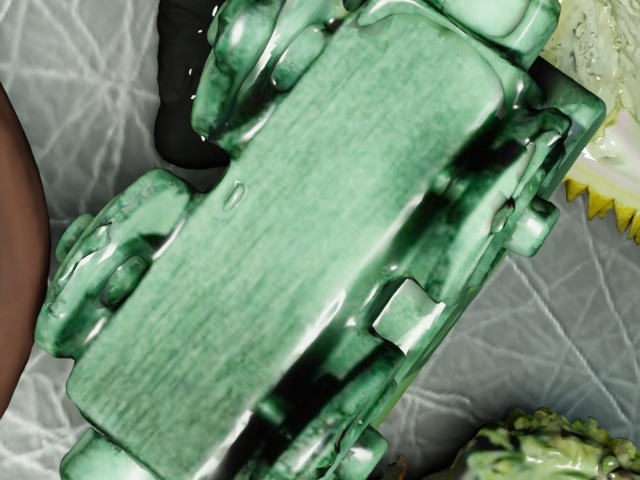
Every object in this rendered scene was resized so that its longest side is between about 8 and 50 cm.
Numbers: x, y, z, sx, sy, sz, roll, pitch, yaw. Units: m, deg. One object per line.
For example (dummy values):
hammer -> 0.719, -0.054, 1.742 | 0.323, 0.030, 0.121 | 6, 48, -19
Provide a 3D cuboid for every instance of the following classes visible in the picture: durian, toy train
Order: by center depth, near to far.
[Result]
toy train -> 0.000, 0.000, 0.781 | 0.167, 0.238, 0.299 | 38, 95, 7
durian -> 0.162, -0.101, 0.894 | 0.172, 0.166, 0.306 | -30, 108, -20

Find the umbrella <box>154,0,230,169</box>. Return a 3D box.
umbrella -> -0.029, -0.210, 0.836 | 0.106, 0.113, 0.358 | 0, 103, -27

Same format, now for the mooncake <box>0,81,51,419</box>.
mooncake -> -0.289, -0.014, 0.708 | 0.334, 0.174, 0.326 | -27, 109, -19

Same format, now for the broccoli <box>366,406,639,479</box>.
broccoli -> 0.075, 0.203, 0.928 | 0.242, 0.273, 0.180 | -68, 159, -13
